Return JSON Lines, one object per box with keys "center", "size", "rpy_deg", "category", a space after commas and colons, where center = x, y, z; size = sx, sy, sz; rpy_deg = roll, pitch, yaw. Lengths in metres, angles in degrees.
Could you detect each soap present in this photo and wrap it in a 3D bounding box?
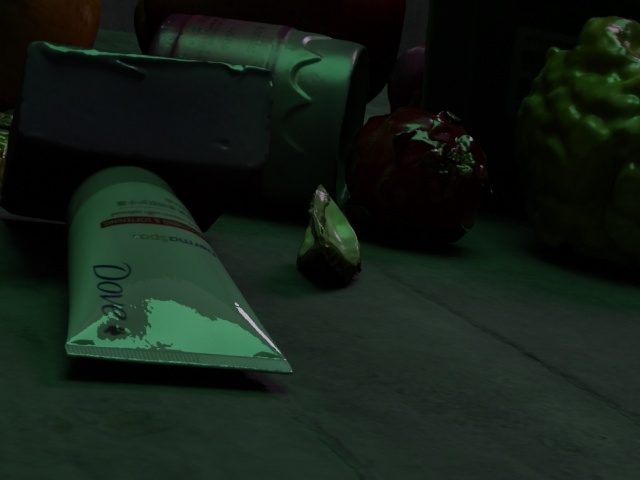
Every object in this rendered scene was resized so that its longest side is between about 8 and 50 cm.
{"center": [-0.147, -0.071, 1.260], "size": [0.181, 0.081, 0.259], "rpy_deg": [6, -11, -14], "category": "soap"}

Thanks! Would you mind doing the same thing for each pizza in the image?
{"center": [-0.334, -0.139, 1.880], "size": [0.108, 0.026, 0.123], "rpy_deg": [2, 12, -20], "category": "pizza"}

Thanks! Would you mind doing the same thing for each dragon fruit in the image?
{"center": [0.080, -0.058, 1.513], "size": [0.166, 0.133, 0.136], "rpy_deg": [32, -15, 52], "category": "dragon fruit"}

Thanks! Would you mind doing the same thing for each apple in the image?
{"center": [-0.402, -0.292, 1.985], "size": [0.299, 0.299, 0.275], "rpy_deg": [14, -16, 27], "category": "apple"}
{"center": [-0.065, -0.302, 2.223], "size": [0.365, 0.329, 0.295], "rpy_deg": [6, 33, -16], "category": "apple"}

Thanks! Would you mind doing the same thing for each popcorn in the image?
{"center": [0.301, -0.084, 1.538], "size": [0.225, 0.249, 0.249], "rpy_deg": [14, 8, -20], "category": "popcorn"}

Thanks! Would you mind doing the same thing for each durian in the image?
{"center": [0.010, -0.002, 1.300], "size": [0.052, 0.066, 0.130], "rpy_deg": [7, 20, -2], "category": "durian"}

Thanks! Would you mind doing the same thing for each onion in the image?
{"center": [0.191, -0.189, 2.183], "size": [0.207, 0.200, 0.200], "rpy_deg": [31, 11, -1], "category": "onion"}

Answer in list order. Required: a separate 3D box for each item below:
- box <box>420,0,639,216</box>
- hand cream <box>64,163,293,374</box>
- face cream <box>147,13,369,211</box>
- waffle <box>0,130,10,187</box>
{"center": [0.290, -0.186, 1.677], "size": [0.367, 0.373, 0.090], "rpy_deg": [10, 31, 13], "category": "box"}
{"center": [-0.112, 0.027, 1.045], "size": [0.133, 0.083, 0.248], "rpy_deg": [3, 20, -19], "category": "hand cream"}
{"center": [-0.062, -0.121, 1.575], "size": [0.195, 0.175, 0.175], "rpy_deg": [8, 10, 9], "category": "face cream"}
{"center": [-0.348, -0.066, 1.395], "size": [0.160, 0.055, 0.211], "rpy_deg": [8, 11, -5], "category": "waffle"}
